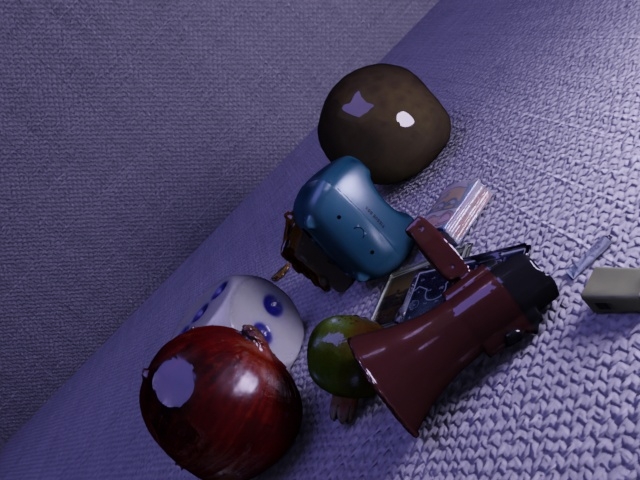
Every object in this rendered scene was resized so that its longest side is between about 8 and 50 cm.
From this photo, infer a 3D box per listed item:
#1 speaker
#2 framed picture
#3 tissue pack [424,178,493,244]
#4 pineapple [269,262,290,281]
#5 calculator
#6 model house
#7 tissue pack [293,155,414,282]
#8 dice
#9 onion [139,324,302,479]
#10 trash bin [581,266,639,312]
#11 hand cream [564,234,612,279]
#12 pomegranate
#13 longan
[{"bbox_3d":[0.203,0.126,1.116,0.329,0.198,0.259,-41,39,-1],"label":"speaker"},{"bbox_3d":[0.205,0.107,1.420,0.252,0.014,0.197,-27,27,46],"label":"framed picture"},{"bbox_3d":[0.298,-0.061,1.482,0.155,0.065,0.115,-54,18,-17],"label":"tissue pack"},{"bbox_3d":[-0.130,0.106,2.154,0.083,0.019,0.045,-41,16,7],"label":"pineapple"},{"bbox_3d":[0.267,0.093,1.257,0.274,0.028,0.166,-18,34,44],"label":"calculator"},{"bbox_3d":[0.001,0.000,1.780,0.220,0.199,0.229,-55,17,-1],"label":"model house"},{"bbox_3d":[0.072,-0.037,1.572,0.206,0.287,0.198,-47,16,-18],"label":"tissue pack"},{"bbox_3d":[-0.217,0.253,1.702,0.259,0.243,0.251,-38,20,34],"label":"dice"},{"bbox_3d":[-0.222,0.331,1.381,0.341,0.341,0.341,-41,19,18],"label":"onion"},{"bbox_3d":[0.433,0.070,0.950,0.061,0.043,0.092,-55,21,-23],"label":"trash bin"},{"bbox_3d":[0.439,0.027,1.075,0.093,0.019,0.030,-49,19,15],"label":"hand cream"},{"bbox_3d":[0.051,0.246,1.265,0.180,0.180,0.210,-170,92,-68],"label":"pomegranate"},{"bbox_3d":[0.178,-0.336,1.912,0.404,0.336,0.404,-6,25,3],"label":"longan"}]
